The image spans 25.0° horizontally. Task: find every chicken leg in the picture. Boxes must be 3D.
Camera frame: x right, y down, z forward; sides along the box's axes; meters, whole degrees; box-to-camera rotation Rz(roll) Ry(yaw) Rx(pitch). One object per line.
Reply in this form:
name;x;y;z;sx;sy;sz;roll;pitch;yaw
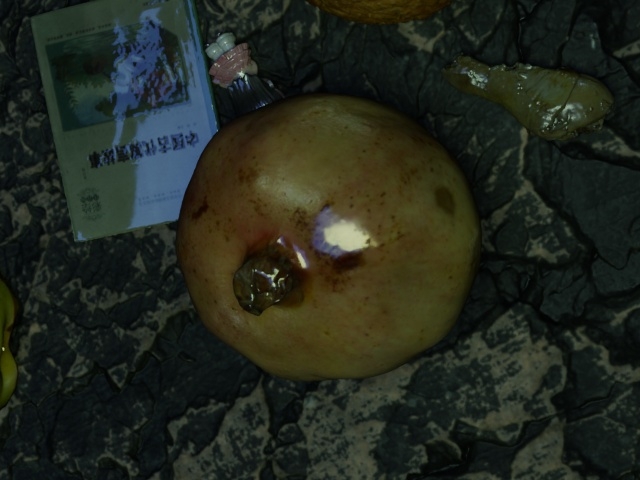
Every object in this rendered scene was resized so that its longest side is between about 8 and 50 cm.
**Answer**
chicken leg;0.226;-0.165;1.611;0.198;0.069;0.085;21;100;17

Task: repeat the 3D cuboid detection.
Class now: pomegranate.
pomegranate;0.000;0.000;1.553;0.338;0.338;0.338;2;98;13

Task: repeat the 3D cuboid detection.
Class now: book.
book;-0.226;-0.155;1.736;0.215;0.025;0.282;-12;93;13

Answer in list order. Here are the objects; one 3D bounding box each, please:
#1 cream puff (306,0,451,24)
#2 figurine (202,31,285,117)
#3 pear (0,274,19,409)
cream puff;0.073;-0.377;1.546;0.303;0.212;0.303;4;100;23
figurine;-0.093;-0.180;1.687;0.072;0.054;0.129;-37;86;19
pear;-0.583;0.131;1.770;0.386;0.191;0.340;1;100;14
